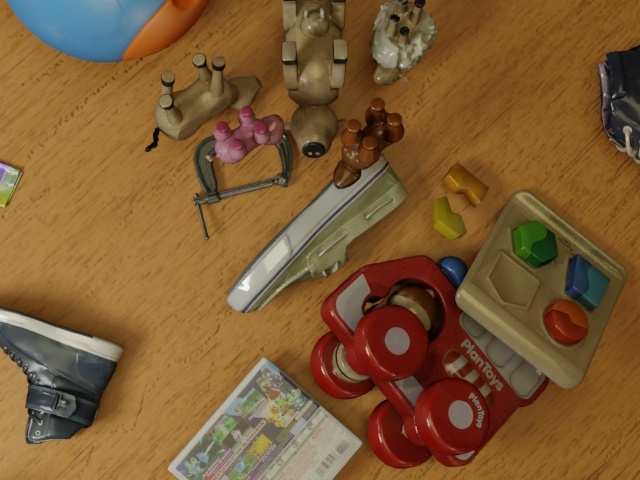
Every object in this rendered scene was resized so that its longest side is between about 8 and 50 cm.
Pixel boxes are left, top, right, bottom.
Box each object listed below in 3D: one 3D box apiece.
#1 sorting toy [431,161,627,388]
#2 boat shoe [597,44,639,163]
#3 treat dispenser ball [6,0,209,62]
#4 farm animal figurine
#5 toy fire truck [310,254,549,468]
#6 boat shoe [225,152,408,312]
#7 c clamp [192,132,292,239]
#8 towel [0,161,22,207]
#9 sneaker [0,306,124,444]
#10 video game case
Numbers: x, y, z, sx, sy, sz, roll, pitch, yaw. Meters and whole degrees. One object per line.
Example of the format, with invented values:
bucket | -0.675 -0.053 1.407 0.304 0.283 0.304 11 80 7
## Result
sorting toy | 0.279 0.032 1.599 0.307 0.041 0.229 38 55 -4
boat shoe | 0.490 -0.126 1.646 0.158 0.127 0.340 -6 80 -1
treat dispenser ball | -0.273 -0.373 1.472 0.288 0.288 0.288 0 87 -7
farm animal figurine | -0.036 -0.207 1.557 0.330 0.172 0.327 16 69 5
toy fire truck | 0.151 0.152 1.576 0.254 0.169 0.302 -40 93 -32
boat shoe | 0.000 0.000 1.579 0.302 0.109 0.094 -45 95 -10
c clamp | -0.109 -0.090 1.613 0.160 0.022 0.137 -20 83 -8
towel | -0.458 -0.086 1.575 0.083 0.009 0.060 25 83 -5
sneaker | -0.395 0.181 1.529 0.226 0.086 0.163 20 82 -7
video game case | -0.074 0.293 1.570 0.183 0.023 0.201 42 84 -3
